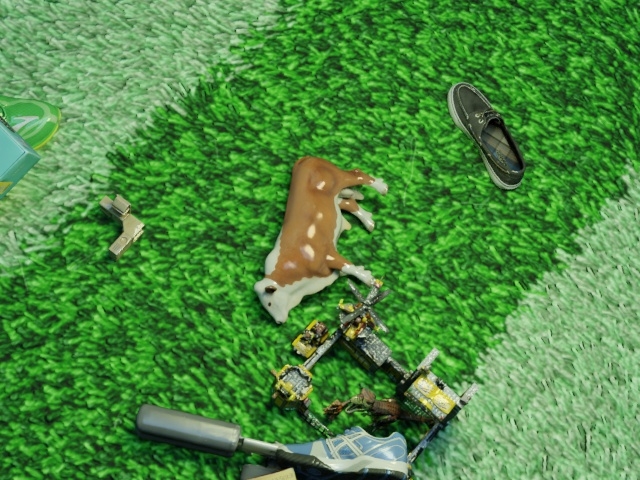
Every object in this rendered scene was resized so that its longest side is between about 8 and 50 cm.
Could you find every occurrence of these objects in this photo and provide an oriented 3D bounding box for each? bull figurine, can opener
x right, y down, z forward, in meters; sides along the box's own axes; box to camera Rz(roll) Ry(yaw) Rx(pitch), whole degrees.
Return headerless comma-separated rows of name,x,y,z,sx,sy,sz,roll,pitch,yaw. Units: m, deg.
bull figurine,0.000,0.000,2.070,0.188,0.101,0.310,15,68,-9
can opener,-0.157,0.335,1.912,0.283,0.076,0.095,13,65,-4

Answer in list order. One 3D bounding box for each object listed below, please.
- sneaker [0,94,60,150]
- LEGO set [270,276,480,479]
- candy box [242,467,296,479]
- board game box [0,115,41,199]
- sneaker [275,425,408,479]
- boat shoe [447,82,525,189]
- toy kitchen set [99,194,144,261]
sneaker,-0.585,-0.212,2.030,0.295,0.123,0.110,5,67,-10
LEGO set,0.088,0.240,1.934,0.255,0.192,0.331,-36,78,-22
candy box,-0.088,0.509,1.779,0.183,0.087,0.317,-5,76,-46
board game box,-0.652,-0.103,1.924,0.336,0.079,0.254,-45,84,1
sneaker,0.035,0.330,1.855,0.211,0.080,0.081,3,54,16
boat shoe,0.307,-0.202,2.223,0.080,0.076,0.229,-18,72,-17
toy kitchen set,-0.348,-0.027,2.029,0.083,0.068,0.075,36,66,6
